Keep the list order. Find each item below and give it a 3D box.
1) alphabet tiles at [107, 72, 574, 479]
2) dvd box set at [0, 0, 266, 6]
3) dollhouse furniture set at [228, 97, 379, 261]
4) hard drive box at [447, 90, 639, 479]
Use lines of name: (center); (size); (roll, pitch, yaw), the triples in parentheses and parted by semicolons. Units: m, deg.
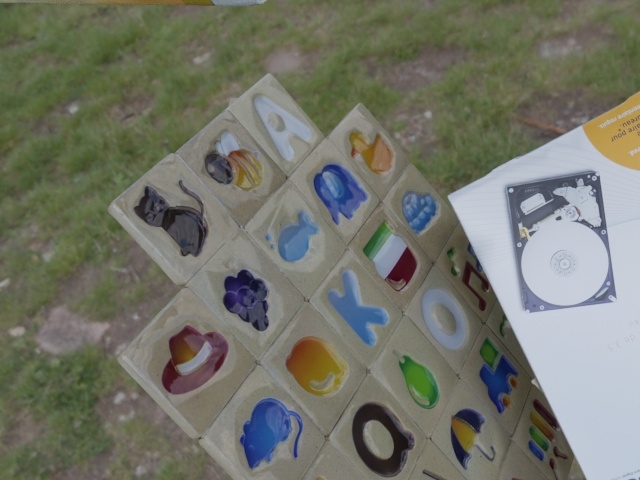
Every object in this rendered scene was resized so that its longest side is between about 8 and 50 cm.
alphabet tiles: (0.038, 0.063, 0.532); (0.011, 0.342, 0.285); (-32, 14, 42)
dvd box set: (-0.254, -0.186, 0.292); (0.420, 0.307, 0.062); (7, 75, 19)
dollhouse furniture set: (0.000, 0.000, 0.642); (0.161, 0.101, 0.182); (6, 71, 24)
hard drive box: (0.217, 0.033, 0.543); (0.181, 0.089, 0.232); (-29, 80, 21)
